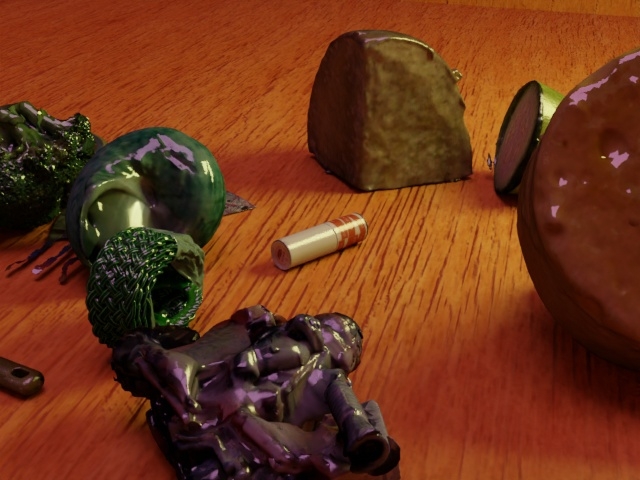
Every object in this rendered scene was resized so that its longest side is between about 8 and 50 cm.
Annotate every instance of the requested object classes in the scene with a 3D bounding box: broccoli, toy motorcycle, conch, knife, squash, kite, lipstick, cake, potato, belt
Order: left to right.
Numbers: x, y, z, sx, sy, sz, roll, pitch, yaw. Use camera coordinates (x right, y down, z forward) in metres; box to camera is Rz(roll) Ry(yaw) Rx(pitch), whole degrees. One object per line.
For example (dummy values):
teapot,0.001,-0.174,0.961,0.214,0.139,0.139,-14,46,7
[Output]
knife,-0.413,0.097,0.942,0.343,0.027,0.061,15,32,28
broccoli,-0.371,-0.093,1.197,0.195,0.156,0.195,-15,16,4
kite,-0.298,-0.007,1.194,0.141,0.015,0.245,5,24,13
conch,-0.201,-0.039,1.133,0.202,0.196,0.134,10,-6,-28
belt,-0.163,0.048,0.952,0.079,0.121,0.151,7,20,17
kite,-0.163,-0.051,1.311,0.152,0.005,0.137,2,24,3
toy motorcycle,-0.019,0.151,0.725,0.207,0.134,0.401,-15,27,-20
lipstick,0.000,0.000,1.167,0.130,0.038,0.038,-19,32,-39
potato,0.103,-0.219,1.406,0.211,0.264,0.189,-13,37,-17
squash,0.323,-0.138,1.369,0.122,0.170,0.170,13,22,-14
cake,0.363,-0.013,0.995,0.332,0.333,0.321,6,-13,9

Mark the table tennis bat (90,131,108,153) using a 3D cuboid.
table tennis bat,-0.502,-0.150,1.454,0.368,0.054,0.224,8,24,6
